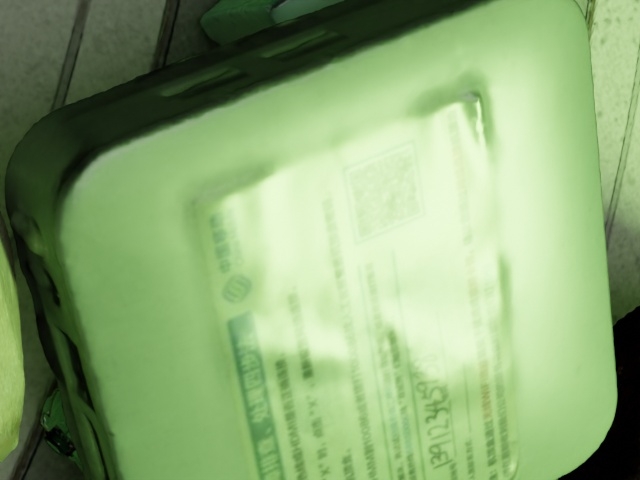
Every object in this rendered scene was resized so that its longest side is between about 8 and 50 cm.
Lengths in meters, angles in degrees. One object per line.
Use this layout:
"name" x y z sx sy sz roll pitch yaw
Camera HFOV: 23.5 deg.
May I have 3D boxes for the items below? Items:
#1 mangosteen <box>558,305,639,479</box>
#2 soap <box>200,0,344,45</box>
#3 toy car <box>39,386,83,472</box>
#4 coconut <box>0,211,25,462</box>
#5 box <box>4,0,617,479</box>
"mangosteen" 0.358 0.196 1.258 0.307 0.347 0.307 -13 133 -15
"soap" 0.042 -0.202 1.120 0.230 0.145 0.091 -45 117 -22
"toy car" -0.154 0.150 1.104 0.059 0.035 0.122 -46 109 -20
"coconut" -0.281 0.050 0.865 0.266 0.237 0.237 36 70 16
"box" 0.014 0.047 1.031 0.397 0.111 0.396 -23 120 -24
